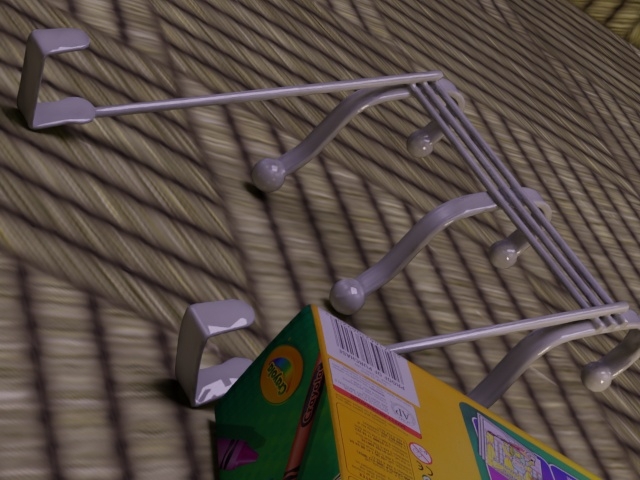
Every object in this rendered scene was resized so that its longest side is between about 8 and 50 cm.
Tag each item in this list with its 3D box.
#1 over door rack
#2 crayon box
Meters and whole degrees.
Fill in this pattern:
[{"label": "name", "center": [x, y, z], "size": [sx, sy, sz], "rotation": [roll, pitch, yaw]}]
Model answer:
[{"label": "over door rack", "center": [0.000, 0.000, 1.015], "size": [0.324, 0.108, 0.239], "rotation": [1, 40, -39]}, {"label": "crayon box", "center": [0.087, 0.162, 0.828], "size": [0.278, 0.081, 0.165], "rotation": [32, 21, -21]}]
